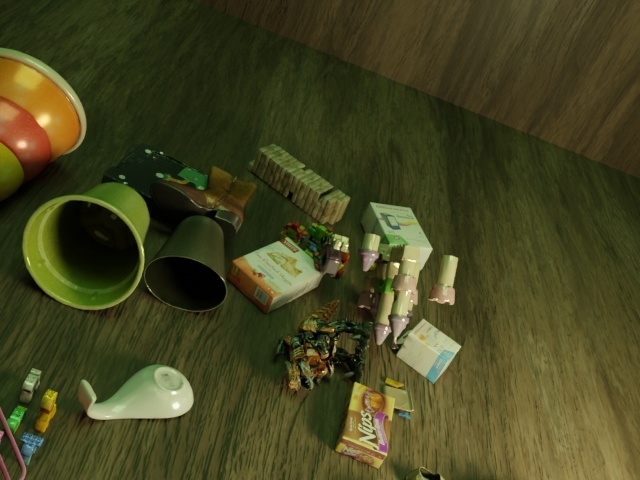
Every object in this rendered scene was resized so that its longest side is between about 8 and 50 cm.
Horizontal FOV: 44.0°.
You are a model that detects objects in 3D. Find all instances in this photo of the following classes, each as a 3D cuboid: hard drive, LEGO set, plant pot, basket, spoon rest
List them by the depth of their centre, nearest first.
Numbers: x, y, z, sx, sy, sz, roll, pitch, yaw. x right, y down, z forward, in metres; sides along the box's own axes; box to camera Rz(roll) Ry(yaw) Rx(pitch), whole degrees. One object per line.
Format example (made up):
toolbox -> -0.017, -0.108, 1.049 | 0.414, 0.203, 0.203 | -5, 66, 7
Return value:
LEGO set -> -0.548, 0.328, 1.497 | 0.087, 0.093, 0.227 | 21, 33, -7
spoon rest -> -0.383, 0.320, 1.648 | 0.276, 0.084, 0.137 | 5, 38, -50
plant pot -> -0.520, -0.016, 1.873 | 0.276, 0.276, 0.254 | 22, 22, -5
basket -> -0.318, 0.047, 1.991 | 0.204, 0.154, 0.227 | 20, 30, -9
hard drive -> -0.419, -0.139, 2.256 | 0.338, 0.064, 0.237 | 26, 33, 3

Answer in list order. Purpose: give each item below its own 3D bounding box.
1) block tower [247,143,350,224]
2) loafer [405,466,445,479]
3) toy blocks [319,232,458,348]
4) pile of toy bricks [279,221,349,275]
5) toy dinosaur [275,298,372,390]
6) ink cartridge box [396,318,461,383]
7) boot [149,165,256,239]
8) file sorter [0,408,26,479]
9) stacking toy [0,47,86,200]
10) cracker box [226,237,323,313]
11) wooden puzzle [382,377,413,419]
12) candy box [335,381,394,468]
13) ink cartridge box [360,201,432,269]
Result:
block tower -> -0.071, -0.182, 2.513 | 0.335, 0.097, 0.091 | 35, 34, 17
loafer -> 0.261, 0.550, 1.752 | 0.148, 0.050, 0.056 | 25, 33, 0
toy blocks -> 0.155, 0.144, 2.068 | 0.308, 0.260, 0.288 | 16, -9, -16
pile of toy bricks -> 0.000, 0.000, 2.294 | 0.212, 0.105, 0.118 | 34, 34, 13
toy dinosaur -> 0.010, 0.243, 1.940 | 0.218, 0.164, 0.322 | 11, 54, 7
ink cartridge box -> 0.277, 0.285, 2.092 | 0.143, 0.090, 0.092 | 36, 35, 15
boot -> -0.316, -0.145, 2.188 | 0.264, 0.096, 0.280 | 21, 33, -6
file sorter -> -0.583, 0.400, 1.202 | 0.182, 0.291, 0.202 | -4, 43, -41
stacking toy -> -0.827, -0.207, 1.949 | 0.350, 0.351, 0.480 | 22, 52, -5
cracker box -> -0.116, 0.089, 2.131 | 0.155, 0.067, 0.232 | 40, 35, 20
wooden puzzle -> 0.191, 0.392, 1.961 | 0.078, 0.014, 0.116 | 16, 34, -5
candy box -> 0.104, 0.422, 1.826 | 0.109, 0.053, 0.187 | 24, 32, -2
ink cartridge box -> 0.234, -0.016, 2.481 | 0.154, 0.093, 0.212 | 8, 35, -23
